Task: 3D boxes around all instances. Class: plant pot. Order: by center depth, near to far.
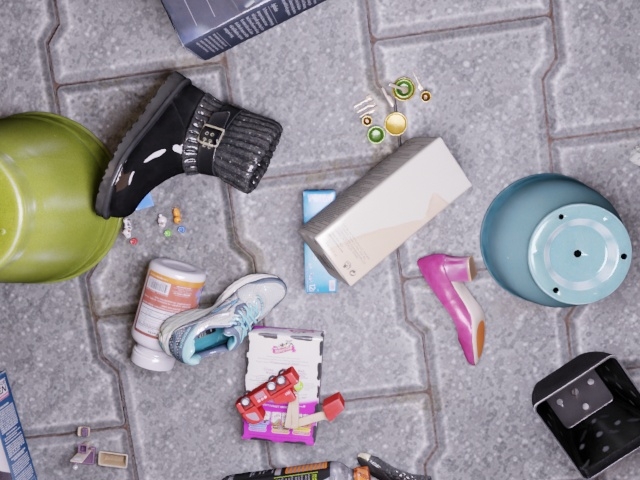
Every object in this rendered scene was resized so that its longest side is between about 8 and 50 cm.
[{"bbox_3d":[-0.603,-0.068,1.422,0.367,0.353,0.366,0,97,2],"label":"plant pot"},{"bbox_3d":[0.463,0.009,1.432,0.272,0.255,0.271,0,96,2],"label":"plant pot"},{"bbox_3d":[0.540,0.332,1.512,0.187,0.167,0.188,-36,93,7],"label":"plant pot"}]

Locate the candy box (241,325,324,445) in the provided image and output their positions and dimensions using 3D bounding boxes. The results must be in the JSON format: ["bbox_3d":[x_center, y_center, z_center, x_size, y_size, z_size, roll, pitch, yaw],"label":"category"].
[{"bbox_3d":[-0.078,0.305,1.584,0.159,0.071,0.233,5,98,2],"label":"candy box"}]

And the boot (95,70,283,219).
[{"bbox_3d":[-0.256,-0.144,1.475,0.260,0.131,0.348,31,79,-1],"label":"boot"}]

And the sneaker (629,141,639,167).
[{"bbox_3d":[0.769,-0.207,1.477,0.293,0.102,0.146,-41,98,11],"label":"sneaker"}]

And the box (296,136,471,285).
[{"bbox_3d":[0.121,-0.063,1.452,0.311,0.148,0.121,-39,105,-8],"label":"box"}]

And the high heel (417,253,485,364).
[{"bbox_3d":[0.272,0.145,1.560,0.117,0.082,0.244,-2,112,31],"label":"high heel"}]

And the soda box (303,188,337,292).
[{"bbox_3d":[0.000,0.000,1.543,0.067,0.071,0.210,0,97,1],"label":"soda box"}]

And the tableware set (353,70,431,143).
[{"bbox_3d":[0.152,-0.269,1.529,0.154,0.024,0.104,-28,95,5],"label":"tableware set"}]

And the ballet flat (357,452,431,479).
[{"bbox_3d":[0.158,0.500,1.617,0.173,0.057,0.049,27,57,-2],"label":"ballet flat"}]

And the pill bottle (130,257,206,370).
[{"bbox_3d":[-0.322,0.154,1.553,0.121,0.121,0.216,17,98,0],"label":"pill bottle"}]

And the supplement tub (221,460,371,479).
[{"bbox_3d":[-0.045,0.567,1.553,0.316,0.193,0.193,-9,96,4],"label":"supplement tub"}]

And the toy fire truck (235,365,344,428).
[{"bbox_3d":[-0.062,0.334,1.527,0.192,0.047,0.135,-32,96,6],"label":"toy fire truck"}]

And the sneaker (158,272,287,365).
[{"bbox_3d":[-0.175,0.169,1.504,0.283,0.122,0.110,-30,122,-23],"label":"sneaker"}]

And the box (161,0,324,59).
[{"bbox_3d":[-0.132,-0.568,1.412,0.396,0.212,0.293,-26,94,5],"label":"box"}]

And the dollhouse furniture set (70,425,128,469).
[{"bbox_3d":[-0.478,0.460,1.615,0.114,0.081,0.091,7,97,2],"label":"dollhouse furniture set"}]

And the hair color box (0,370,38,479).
[{"bbox_3d":[-0.734,0.475,1.618,0.174,0.105,0.347,-14,95,4],"label":"hair color box"}]

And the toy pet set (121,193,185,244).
[{"bbox_3d":[-0.361,-0.053,1.557,0.122,0.065,0.114,-15,96,4],"label":"toy pet set"}]
